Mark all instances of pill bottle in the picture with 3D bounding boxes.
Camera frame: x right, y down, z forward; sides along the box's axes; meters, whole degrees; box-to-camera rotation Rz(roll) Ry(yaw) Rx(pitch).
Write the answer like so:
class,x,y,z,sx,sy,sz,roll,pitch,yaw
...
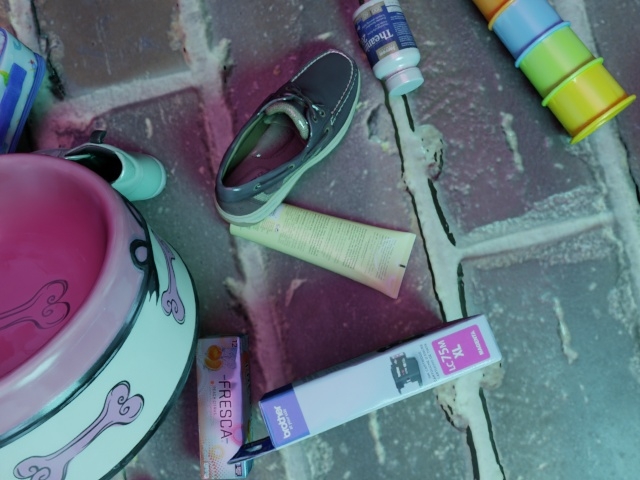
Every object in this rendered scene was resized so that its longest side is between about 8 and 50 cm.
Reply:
class,x,y,z,sx,sy,sz,roll,pitch,yaw
pill bottle,0.093,-0.258,0.878,0.067,0.067,0.120,-22,84,4

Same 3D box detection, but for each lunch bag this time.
class,x,y,z,sx,sy,sz,roll,pitch,yaw
lunch bag,-0.480,-0.179,0.892,0.176,0.090,0.219,6,75,24

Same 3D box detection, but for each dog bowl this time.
class,x,y,z,sx,sy,sz,roll,pitch,yaw
dog bowl,-0.340,0.075,0.666,0.408,0.150,0.408,-5,47,5

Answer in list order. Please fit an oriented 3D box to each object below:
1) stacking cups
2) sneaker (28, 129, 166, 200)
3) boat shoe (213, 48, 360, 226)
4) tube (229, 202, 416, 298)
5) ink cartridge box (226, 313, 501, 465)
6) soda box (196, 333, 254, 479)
class,x,y,z,sx,sy,sz,roll,pitch,yaw
stacking cups,0.265,-0.274,0.852,0.096,0.096,0.316,-37,82,2
sneaker,-0.351,-0.090,0.868,0.255,0.151,0.094,-5,87,6
boat shoe,-0.037,-0.145,0.845,0.103,0.092,0.285,36,74,8
tube,0.000,0.000,0.876,0.240,0.062,0.070,17,117,4
ink cartridge box,0.037,0.171,0.769,0.311,0.186,0.065,-23,81,-7
soda box,-0.126,0.216,0.870,0.063,0.058,0.183,-3,86,5
